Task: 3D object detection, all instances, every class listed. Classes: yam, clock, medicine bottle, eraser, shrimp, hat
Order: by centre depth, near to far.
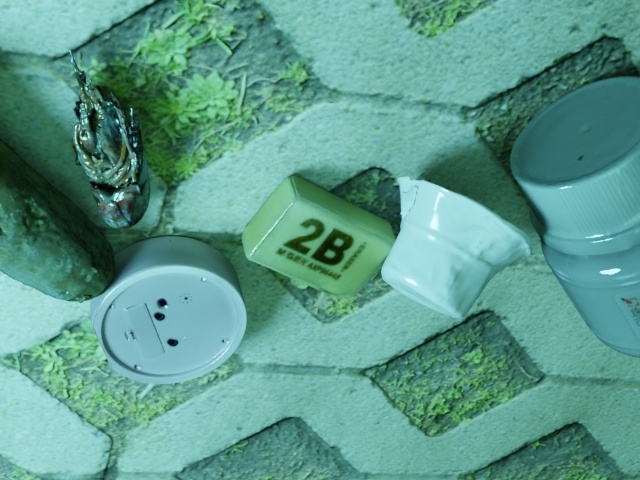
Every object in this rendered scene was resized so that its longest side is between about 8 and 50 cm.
[{"bbox_3d":[-0.356,-0.036,1.189,0.133,0.133,0.330,-36,132,12],"label":"yam"},{"bbox_3d":[-0.246,-0.114,1.189,0.090,0.079,0.232,7,131,27],"label":"shrimp"},{"bbox_3d":[0.153,0.019,1.305,0.203,0.203,0.126,31,83,-32],"label":"hat"},{"bbox_3d":[0.394,-0.028,1.324,0.245,0.245,0.306,-33,119,10],"label":"medicine bottle"},{"bbox_3d":[0.000,0.000,1.351,0.172,0.058,0.117,25,116,-30],"label":"eraser"},{"bbox_3d":[-0.196,0.091,1.359,0.197,0.068,0.196,-7,127,-10],"label":"clock"}]
